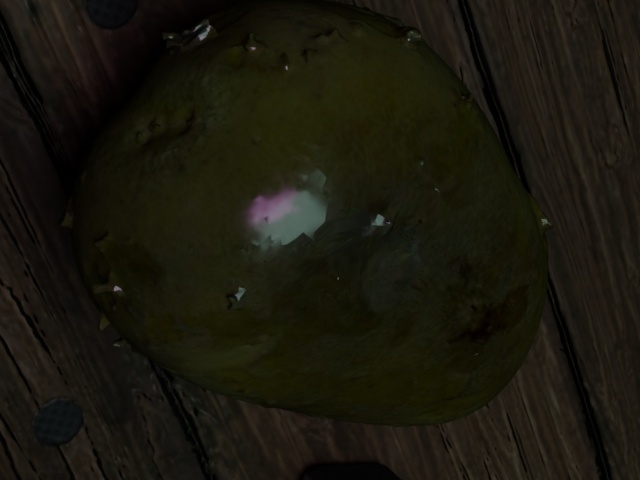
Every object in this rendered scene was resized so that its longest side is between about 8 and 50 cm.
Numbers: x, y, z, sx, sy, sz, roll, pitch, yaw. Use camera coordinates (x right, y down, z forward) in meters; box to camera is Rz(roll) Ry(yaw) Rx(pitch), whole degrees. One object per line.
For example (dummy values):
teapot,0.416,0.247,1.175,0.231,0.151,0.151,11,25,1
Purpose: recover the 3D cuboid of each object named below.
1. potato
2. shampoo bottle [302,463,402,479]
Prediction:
potato,0.015,-0.012,1.129,0.359,0.219,0.269,23,107,-41
shampoo bottle,0.066,0.247,1.244,0.079,0.246,0.080,2,109,-31
